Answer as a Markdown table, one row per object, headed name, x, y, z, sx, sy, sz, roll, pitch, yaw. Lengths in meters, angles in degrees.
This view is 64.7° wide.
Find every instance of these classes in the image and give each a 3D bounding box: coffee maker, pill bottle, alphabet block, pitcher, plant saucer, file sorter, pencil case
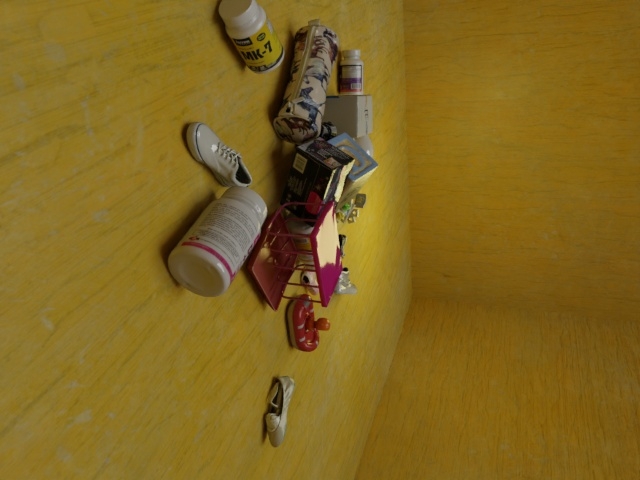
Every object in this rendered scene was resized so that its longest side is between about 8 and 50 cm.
| name | x | y | z | sx | sy | sz | roll | pitch | yaw |
| --- | --- | --- | --- | --- | --- | --- | --- | --- | --- |
| coffee maker | -0.021 | -0.375 | 1.939 | 0.171 | 0.120 | 0.178 | -50 | 170 | 21 |
| pill bottle | -0.040 | 0.004 | 1.904 | 0.245 | 0.137 | 0.136 | 73 | 29 | -45 |
| alphabet block | 0.061 | -0.249 | 1.883 | 0.193 | 0.192 | 0.197 | -34 | 167 | -45 |
| pitcher | 0.178 | -0.474 | 2.448 | 0.178 | 0.126 | 0.207 | 22 | 62 | -48 |
| pill bottle | 0.139 | -0.751 | 2.268 | 0.108 | 0.108 | 0.193 | -36 | 128 | -64 |
| pill bottle | -0.250 | -0.007 | 1.295 | 0.283 | 0.161 | 0.160 | -64 | 151 | -44 |
| plant saucer | -0.165 | 0.067 | 1.711 | 0.259 | 0.048 | 0.258 | 71 | 30 | -49 |
| file sorter | -0.052 | 0.039 | 1.679 | 0.202 | 0.182 | 0.290 | -62 | 151 | -49 |
| pencil case | -0.045 | -0.545 | 1.739 | 0.183 | 0.160 | 0.410 | 80 | 20 | -71 |
| pill bottle | -0.190 | -0.573 | 1.399 | 0.208 | 0.119 | 0.119 | 51 | 47 | -61 |

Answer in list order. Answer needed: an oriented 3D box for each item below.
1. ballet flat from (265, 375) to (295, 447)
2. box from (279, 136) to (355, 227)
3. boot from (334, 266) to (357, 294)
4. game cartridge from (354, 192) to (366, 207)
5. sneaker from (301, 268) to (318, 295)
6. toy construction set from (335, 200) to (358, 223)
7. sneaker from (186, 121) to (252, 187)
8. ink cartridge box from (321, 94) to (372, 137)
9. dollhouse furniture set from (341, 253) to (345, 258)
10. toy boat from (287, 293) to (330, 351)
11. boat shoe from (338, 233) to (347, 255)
| name | x | y | z | sx | sy | sz | roll | pitch | yaw |
| --- | --- | --- | --- | --- | --- | --- | --- | --- | --- |
| ballet flat | -0.159 | 0.610 | 1.820 | 0.086 | 0.086 | 0.248 | 54 | 43 | -61 |
| box | -0.015 | -0.202 | 1.738 | 0.142 | 0.163 | 0.247 | -34 | 153 | -46 |
| boot | 0.123 | 0.191 | 2.441 | 0.258 | 0.095 | 0.123 | 10 | 92 | -69 |
| game cartridge | 0.212 | -0.210 | 2.658 | 0.017 | 0.056 | 0.083 | 67 | 32 | -65 |
| sneaker | -0.046 | 0.178 | 2.053 | 0.070 | 0.051 | 0.134 | -52 | 139 | -53 |
| toy construction set | 0.077 | -0.164 | 2.115 | 0.215 | 0.151 | 0.328 | 61 | 19 | 11 |
| sneaker | -0.256 | -0.224 | 1.332 | 0.258 | 0.091 | 0.094 | 53 | 46 | -61 |
| ink cartridge box | 0.111 | -0.531 | 2.147 | 0.233 | 0.171 | 0.168 | -38 | 130 | -64 |
| dollhouse furniture set | 0.062 | 0.061 | 2.271 | 0.114 | 0.081 | 0.091 | 64 | 36 | -54 |
| toy boat | -0.034 | 0.327 | 1.968 | 0.151 | 0.151 | 0.231 | -53 | 142 | -55 |
| boat shoe | 0.089 | 0.034 | 2.402 | 0.042 | 0.049 | 0.132 | 15 | 86 | -41 |
